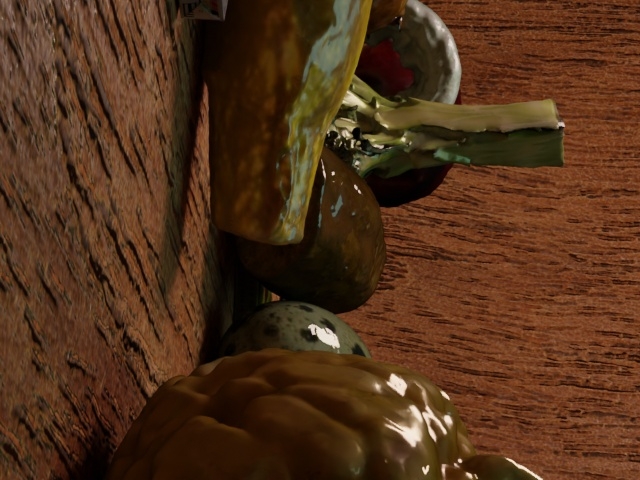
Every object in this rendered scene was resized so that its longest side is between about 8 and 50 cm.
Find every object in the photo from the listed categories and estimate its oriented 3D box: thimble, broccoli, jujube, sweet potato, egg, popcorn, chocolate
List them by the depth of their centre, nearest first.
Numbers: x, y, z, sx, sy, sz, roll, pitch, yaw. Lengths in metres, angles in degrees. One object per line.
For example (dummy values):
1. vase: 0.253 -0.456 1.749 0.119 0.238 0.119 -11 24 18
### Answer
1. popcorn: -0.014 0.248 1.226 0.390 0.354 0.344 17 104 -45
2. chocolate: -0.017 -0.217 1.467 0.162 0.162 0.445 -24 122 -85
3. egg: -0.030 0.148 1.794 0.228 0.177 0.177 71 24 -55
4. sweet potato: 0.000 0.000 1.865 0.369 0.158 0.158 47 49 -68
5. broccoli: 0.107 -0.137 2.080 0.252 0.361 0.221 27 -59 59
6. thimble: 0.070 -0.232 2.305 0.150 0.237 0.237 -69 166 -88
7. jujube: 0.089 -0.204 2.554 0.376 0.258 0.258 -93 -173 -60

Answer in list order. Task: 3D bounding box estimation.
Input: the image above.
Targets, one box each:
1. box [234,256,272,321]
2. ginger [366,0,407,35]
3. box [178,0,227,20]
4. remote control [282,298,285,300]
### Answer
1. box: -0.078 0.065 2.003 0.121 0.030 0.193 -77 172 -54
2. ginger: 0.051 -0.387 2.052 0.418 0.176 0.254 -73 176 -52
3. box: -0.083 -0.230 1.329 0.050 0.036 0.117 91 7 -64
4. remote control: -0.027 0.022 2.549 0.087 0.047 0.244 -10 107 -83
